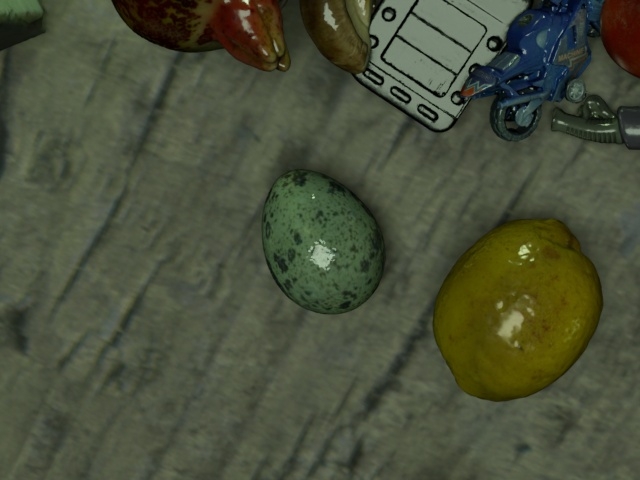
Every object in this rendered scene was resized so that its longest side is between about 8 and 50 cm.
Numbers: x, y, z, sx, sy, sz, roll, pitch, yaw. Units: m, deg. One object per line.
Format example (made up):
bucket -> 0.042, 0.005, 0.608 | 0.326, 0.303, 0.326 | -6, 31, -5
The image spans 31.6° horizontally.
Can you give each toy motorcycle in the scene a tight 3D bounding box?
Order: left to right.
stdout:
toy motorcycle -> 0.237, -0.203, 1.200 | 0.114, 0.076, 0.205 | 41, 86, -33

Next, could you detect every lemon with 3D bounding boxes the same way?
lemon -> 0.214, 0.075, 1.227 | 0.170, 0.170, 0.207 | 40, 98, 1

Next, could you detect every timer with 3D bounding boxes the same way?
timer -> 0.129, -0.229, 1.248 | 0.144, 0.055, 0.187 | 34, 99, 1

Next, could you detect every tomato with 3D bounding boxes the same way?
tomato -> 0.355, -0.240, 1.133 | 0.139, 0.091, 0.159 | 41, 99, 18

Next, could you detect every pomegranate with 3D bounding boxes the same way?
pomegranate -> -0.107, -0.268, 1.191 | 0.214, 0.214, 0.248 | -37, 69, 13

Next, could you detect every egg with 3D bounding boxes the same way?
egg -> 0.000, 0.000, 1.267 | 0.132, 0.132, 0.172 | -27, 82, 13

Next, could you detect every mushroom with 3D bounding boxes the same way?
mushroom -> 0.022, -0.287, 1.213 | 0.072, 0.094, 0.210 | 3, 86, 29

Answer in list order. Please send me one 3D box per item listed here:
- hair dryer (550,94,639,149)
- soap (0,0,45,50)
hair dryer -> 0.415, -0.183, 1.189 | 0.361, 0.121, 0.301 | -15, 88, 17
soap -> -0.550, -0.374, 1.256 | 0.350, 0.213, 0.435 | -22, 95, 15
